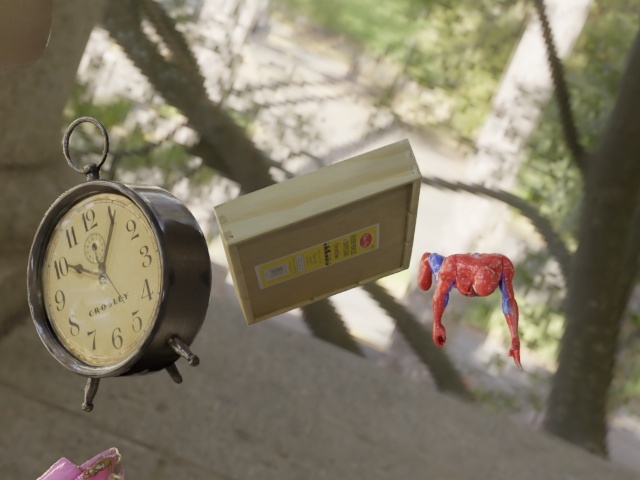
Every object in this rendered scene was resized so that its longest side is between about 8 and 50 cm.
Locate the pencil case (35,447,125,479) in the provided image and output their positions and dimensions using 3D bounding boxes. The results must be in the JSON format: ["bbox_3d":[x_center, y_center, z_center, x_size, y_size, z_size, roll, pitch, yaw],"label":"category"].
[{"bbox_3d":[-0.170,0.396,1.518,0.386,0.167,0.160,55,34,10],"label":"pencil case"}]

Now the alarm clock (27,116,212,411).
[{"bbox_3d":[-0.136,0.007,1.017,0.064,0.129,0.192,-1,71,-54],"label":"alarm clock"}]

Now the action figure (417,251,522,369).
[{"bbox_3d":[0.168,0.077,1.747,0.091,0.139,0.280,-1,-3,-3],"label":"action figure"}]

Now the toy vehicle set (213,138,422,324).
[{"bbox_3d":[0.000,0.000,1.329,0.267,0.166,0.035,88,-18,-73],"label":"toy vehicle set"}]

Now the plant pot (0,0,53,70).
[{"bbox_3d":[-0.381,-0.273,1.359,0.191,0.284,0.284,-18,34,-27],"label":"plant pot"}]
